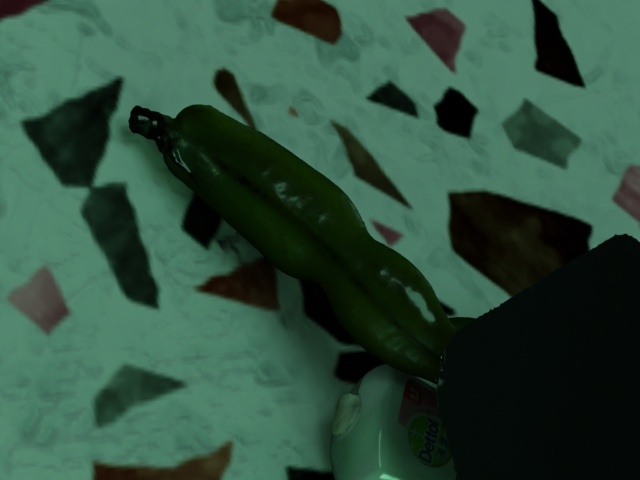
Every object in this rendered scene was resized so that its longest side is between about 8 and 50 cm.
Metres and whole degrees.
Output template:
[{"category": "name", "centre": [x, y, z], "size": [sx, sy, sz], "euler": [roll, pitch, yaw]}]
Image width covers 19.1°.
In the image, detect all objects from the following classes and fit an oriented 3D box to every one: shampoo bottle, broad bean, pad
[{"category": "shampoo bottle", "centre": [0.048, 0.100, 0.872], "size": [0.099, 0.043, 0.072], "euler": [31, 47, -18]}, {"category": "broad bean", "centre": [0.000, 0.000, 0.877], "size": [0.213, 0.048, 0.070], "euler": [39, 10, 4]}, {"category": "pad", "centre": [0.162, 0.107, 0.932], "size": [0.323, 0.055, 0.250], "euler": [-38, 116, -59]}]
